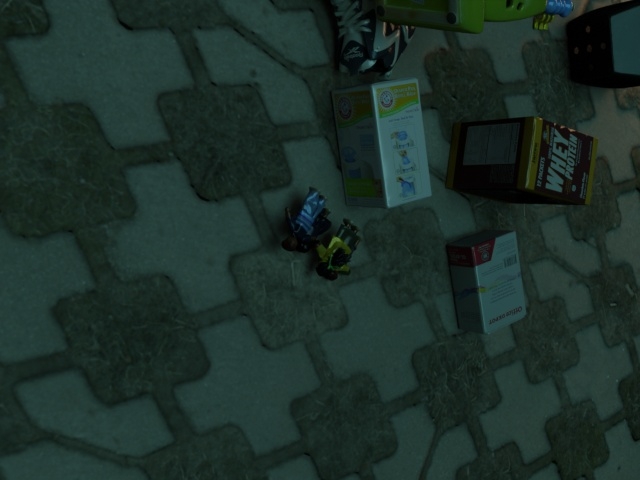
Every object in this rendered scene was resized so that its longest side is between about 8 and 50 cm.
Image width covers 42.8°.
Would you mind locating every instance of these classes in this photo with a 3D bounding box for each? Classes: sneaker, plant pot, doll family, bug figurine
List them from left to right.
[{"bbox_3d":[0.000,0.000,1.343,0.193,0.076,0.111,40,74,-26],"label":"doll family"},{"bbox_3d":[0.056,-0.354,1.344,0.235,0.094,0.153,37,62,-43],"label":"sneaker"},{"bbox_3d":[0.202,-0.443,1.252,0.207,0.228,0.227,-34,130,-36],"label":"plant pot"},{"bbox_3d":[0.435,-0.567,1.632,0.216,0.072,0.279,-11,100,-36],"label":"bug figurine"},{"bbox_3d":[0.632,-0.413,1.733,0.167,0.187,0.188,-12,101,-23],"label":"plant pot"}]

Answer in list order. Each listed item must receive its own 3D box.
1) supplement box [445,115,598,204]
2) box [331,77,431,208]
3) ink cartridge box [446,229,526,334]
[{"bbox_3d":[0.378,-0.145,1.538,0.191,0.194,0.129,10,87,-37],"label":"supplement box"},{"bbox_3d":[0.103,-0.165,1.378,0.103,0.114,0.203,-16,104,-34],"label":"box"},{"bbox_3d":[0.323,0.078,1.586,0.127,0.072,0.175,-17,103,-35],"label":"ink cartridge box"}]
